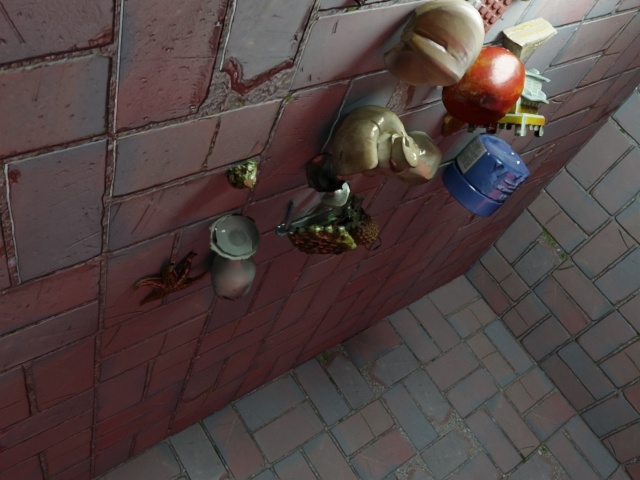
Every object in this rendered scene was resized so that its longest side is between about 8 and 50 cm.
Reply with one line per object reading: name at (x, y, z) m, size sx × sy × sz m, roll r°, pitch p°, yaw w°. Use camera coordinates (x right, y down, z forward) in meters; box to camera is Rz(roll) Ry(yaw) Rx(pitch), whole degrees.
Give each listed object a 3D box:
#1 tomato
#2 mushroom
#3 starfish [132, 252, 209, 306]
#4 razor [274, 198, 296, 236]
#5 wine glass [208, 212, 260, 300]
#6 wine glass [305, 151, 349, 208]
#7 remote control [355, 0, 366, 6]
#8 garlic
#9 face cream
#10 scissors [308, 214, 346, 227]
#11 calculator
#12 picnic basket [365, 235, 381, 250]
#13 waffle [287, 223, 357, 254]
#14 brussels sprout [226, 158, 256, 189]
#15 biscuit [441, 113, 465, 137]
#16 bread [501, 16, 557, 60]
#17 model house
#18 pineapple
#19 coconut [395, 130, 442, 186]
tomato at (0.447, -0.409, 1.683) m, size 0.233 × 0.200 × 0.139 m, roll -55°, pitch -164°, yaw 38°
mushroom at (0.145, -0.254, 1.560) m, size 0.195 × 0.188 × 0.254 m, roll -6°, pitch -173°, yaw 38°
starfish at (-0.415, 0.120, 1.691) m, size 0.213 × 0.057 × 0.238 m, roll 6°, pitch 134°, yaw -52°
razor at (-0.093, -0.073, 1.824) m, size 0.068 × 0.040 × 0.135 m, roll -24°, pitch 152°, yaw -32°
wine glass at (-0.246, 0.058, 1.716) m, size 0.143 × 0.143 × 0.321 m, roll -28°, pitch 161°, yaw -22°
wine glass at (0.026, -0.161, 1.716) m, size 0.122 × 0.122 × 0.183 m, roll -35°, pitch 165°, yaw -4°
remote control at (0.107, -0.502, 1.209) m, size 0.091 × 0.016 × 0.034 m, roll -43°, pitch 155°, yaw 17°
garlic at (0.288, -0.445, 1.417) m, size 0.228 × 0.110 × 0.217 m, roll 11°, pitch 125°, yaw -35°
face cream at (0.619, -0.248, 2.289) m, size 0.249 × 0.249 × 0.225 m, roll -12°, pitch 146°, yaw -50°
scissors at (0.036, -0.065, 2.060) m, size 0.204 × 0.027 × 0.101 m, roll -23°, pitch 153°, yaw -37°
calculator at (0.363, -0.533, 1.529) m, size 0.329 × 0.048 × 0.220 m, roll -48°, pitch 156°, yaw 23°
picnic basket at (0.198, 0.000, 2.390) m, size 0.072 × 0.083 × 0.072 m, roll -31°, pitch 160°, yaw -12°
waffle at (-0.001, 0.003, 1.960) m, size 0.204 × 0.054 × 0.223 m, roll 1°, pitch 160°, yaw 16°
brussels sprout at (-0.185, -0.153, 1.458) m, size 0.085 × 0.058 × 0.085 m, roll -18°, pitch 143°, yaw -14°
biscuit at (0.451, -0.408, 1.976) m, size 0.133 × 0.027 × 0.184 m, roll -36°, pitch 162°, yaw -4°
bread at (0.594, -0.591, 1.731) m, size 0.152 × 0.077 × 0.105 m, roll -40°, pitch 159°, yaw 1°
model house at (0.575, -0.426, 1.858) m, size 0.224 × 0.198 × 0.215 m, roll -10°, pitch 109°, yaw -50°
pineapple at (0.118, -0.079, 1.995) m, size 0.130 × 0.119 × 0.277 m, roll -24°, pitch 153°, yaw 9°
coconut at (0.294, -0.247, 1.876) m, size 0.161 × 0.162 × 0.161 m, roll -31°, pitch 160°, yaw -13°
